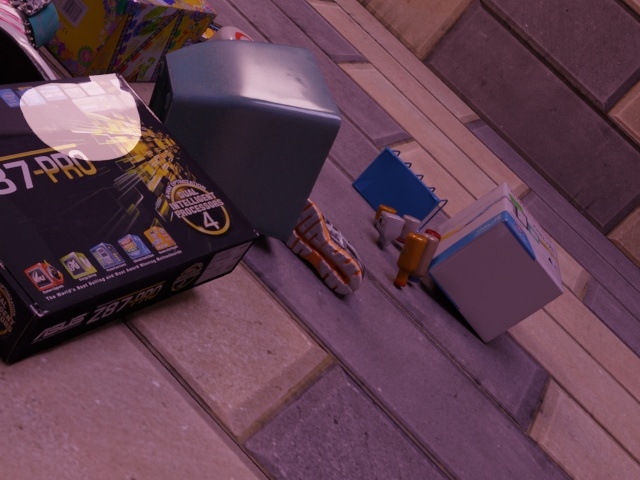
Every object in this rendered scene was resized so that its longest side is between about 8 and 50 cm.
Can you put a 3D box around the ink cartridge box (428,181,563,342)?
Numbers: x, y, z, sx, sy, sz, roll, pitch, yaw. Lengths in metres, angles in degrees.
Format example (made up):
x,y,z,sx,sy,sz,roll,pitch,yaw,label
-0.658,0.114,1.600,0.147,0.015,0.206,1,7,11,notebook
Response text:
x,y,z,sx,sy,sz,roll,pitch,yaw,label
0.369,0.039,1.898,0.198,0.197,0.270,50,21,-9,ink cartridge box

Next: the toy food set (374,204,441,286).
x,y,z,sx,sy,sz,roll,pitch,yaw,label
0.170,0.014,1.830,0.111,0.104,0.232,16,14,-23,toy food set

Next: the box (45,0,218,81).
x,y,z,sx,sy,sz,roll,pitch,yaw,label
-0.391,-0.442,1.595,0.290,0.177,0.279,46,22,9,box

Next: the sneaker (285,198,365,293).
x,y,z,sx,sy,sz,roll,pitch,yaw,label
0.000,0.000,1.568,0.215,0.084,0.083,54,21,3,sneaker

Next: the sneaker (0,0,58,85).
x,y,z,sx,sy,sz,roll,pitch,yaw,label
-0.440,-0.287,1.322,0.295,0.124,0.178,44,32,8,sneaker

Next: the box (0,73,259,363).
x,y,z,sx,sy,sz,roll,pitch,yaw,label
-0.301,-0.052,1.090,0.318,0.097,0.395,47,32,14,box

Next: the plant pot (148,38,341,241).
x,y,z,sx,sy,sz,roll,pitch,yaw,label
-0.148,-0.182,1.454,0.252,0.247,0.248,10,35,-24,plant pot

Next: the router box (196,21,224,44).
x,y,z,sx,sy,sz,roll,pitch,yaw,label
-0.243,-0.442,2.000,0.179,0.046,0.133,15,35,-48,router box

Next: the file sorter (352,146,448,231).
x,y,z,sx,sy,sz,roll,pitch,yaw,label
0.181,-0.107,1.998,0.170,0.118,0.104,48,19,13,file sorter

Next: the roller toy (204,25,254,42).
x,y,z,sx,sy,sz,roll,pitch,yaw,label
-0.168,-0.303,1.744,0.191,0.146,0.209,54,18,6,roller toy
